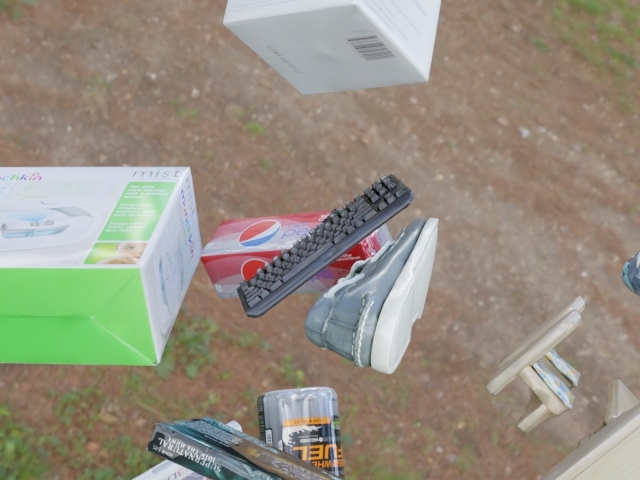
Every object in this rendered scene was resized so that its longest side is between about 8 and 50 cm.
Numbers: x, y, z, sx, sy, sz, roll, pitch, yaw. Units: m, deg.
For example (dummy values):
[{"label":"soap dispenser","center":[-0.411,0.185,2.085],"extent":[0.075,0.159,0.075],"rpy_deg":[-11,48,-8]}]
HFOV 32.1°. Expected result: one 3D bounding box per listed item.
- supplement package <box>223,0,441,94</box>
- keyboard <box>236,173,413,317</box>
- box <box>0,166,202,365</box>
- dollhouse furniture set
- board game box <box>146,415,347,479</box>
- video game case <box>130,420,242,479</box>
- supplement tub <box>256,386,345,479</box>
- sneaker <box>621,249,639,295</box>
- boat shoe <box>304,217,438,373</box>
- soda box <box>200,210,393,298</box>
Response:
[{"label":"supplement package","center":[0.026,-0.271,0.979],"extent":[0.139,0.134,0.244],"rpy_deg":[34,61,-53]},{"label":"keyboard","center":[0.000,0.000,1.014],"extent":[0.023,0.180,0.108],"rpy_deg":[54,0,-14]},{"label":"box","center":[-0.282,0.023,1.212],"extent":[0.262,0.126,0.231],"rpy_deg":[0,31,8]},{"label":"dollhouse furniture set","center":[0.411,0.231,1.324],"extent":[0.362,0.256,0.394],"rpy_deg":[49,15,7]},{"label":"board game box","center":[-0.040,0.198,0.939],"extent":[0.186,0.026,0.126],"rpy_deg":[22,-1,15]},{"label":"video game case","center":[-0.169,0.362,1.482],"extent":[0.183,0.201,0.023],"rpy_deg":[-27,36,-31]},{"label":"supplement tub","center":[-0.026,0.307,1.570],"extent":[0.117,0.117,0.190],"rpy_deg":[3,76,-36]},{"label":"sneaker","center":[0.535,0.058,1.770],"extent":[0.283,0.122,0.110],"rpy_deg":[-14,76,-56]},{"label":"boat shoe","center":[0.065,0.044,1.219],"extent":[0.099,0.116,0.319],"rpy_deg":[10,22,12]},{"label":"soda box","center":[-0.033,0.019,1.576],"extent":[0.263,0.083,0.092],"rpy_deg":[-5,34,28]}]
